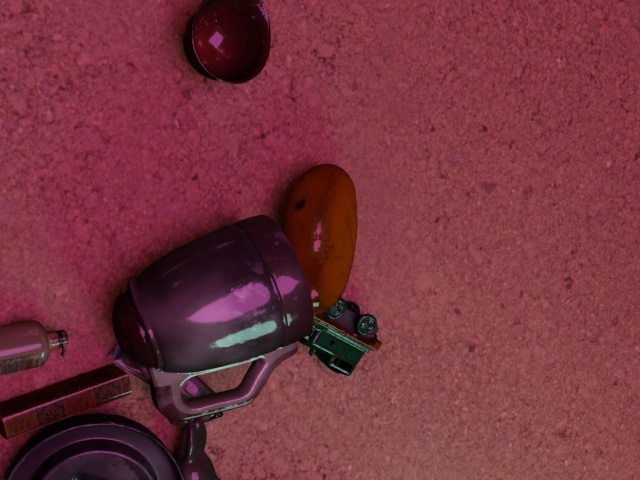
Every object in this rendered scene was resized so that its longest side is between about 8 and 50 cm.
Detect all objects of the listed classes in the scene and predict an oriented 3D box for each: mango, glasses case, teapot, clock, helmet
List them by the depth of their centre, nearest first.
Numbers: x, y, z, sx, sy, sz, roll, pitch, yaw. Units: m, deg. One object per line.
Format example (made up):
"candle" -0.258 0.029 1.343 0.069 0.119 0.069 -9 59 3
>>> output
"glasses case" -0.430 0.270 1.713 0.218 0.075 0.049 -18 107 -28
"clock" -0.384 0.439 1.726 0.312 0.061 0.313 -4 105 -17
"teapot" -0.190 0.150 1.759 0.312 0.233 0.315 -20 107 -19
"helmet" -0.174 -0.352 1.771 0.155 0.106 0.175 23 79 -33
"mango" -0.005 -0.001 1.874 0.177 0.120 0.295 45 52 -55

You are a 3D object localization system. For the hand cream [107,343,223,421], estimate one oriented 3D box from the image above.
"hand cream" -0.265 0.243 1.827 0.235 0.055 0.086 42 71 -19

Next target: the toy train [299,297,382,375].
"toy train" 0.021 0.172 1.957 0.227 0.091 0.136 28 92 -30

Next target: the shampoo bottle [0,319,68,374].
"shampoo bottle" -0.491 0.173 1.664 0.162 0.079 0.079 -11 101 -29

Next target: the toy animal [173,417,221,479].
"toy animal" -0.220 0.442 1.846 0.125 0.127 0.251 -16 94 -5
